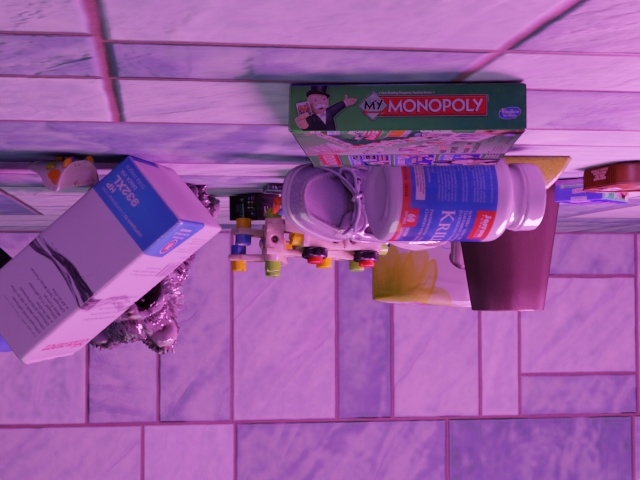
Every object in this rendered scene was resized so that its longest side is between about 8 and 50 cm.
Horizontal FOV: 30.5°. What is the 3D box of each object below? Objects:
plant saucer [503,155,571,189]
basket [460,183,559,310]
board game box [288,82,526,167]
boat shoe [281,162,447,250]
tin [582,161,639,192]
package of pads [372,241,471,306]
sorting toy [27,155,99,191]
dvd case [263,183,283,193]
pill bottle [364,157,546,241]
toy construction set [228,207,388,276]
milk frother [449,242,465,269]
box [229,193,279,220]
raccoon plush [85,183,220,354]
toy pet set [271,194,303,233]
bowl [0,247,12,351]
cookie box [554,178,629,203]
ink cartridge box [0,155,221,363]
[{"bbox_3d":[0.254,-0.092,1.727,0.188,0.045,0.188,0,178,-5],"label":"plant saucer"},{"bbox_3d":[0.328,0.011,2.073,0.204,0.227,0.154,1,178,-11],"label":"basket"},{"bbox_3d":[0.087,-0.112,1.194,0.213,0.046,0.317,1,178,3],"label":"board game box"},{"bbox_3d":[0.085,-0.048,1.716,0.320,0.118,0.103,14,167,-37],"label":"boat shoe"},{"bbox_3d":[0.475,-0.096,1.794,0.106,0.040,0.189,4,177,-14],"label":"tin"},{"bbox_3d":[0.243,0.030,2.554,0.296,0.229,0.101,-3,177,44],"label":"package of pads"},{"bbox_3d":[-0.360,-0.099,1.617,0.075,0.045,0.083,13,-165,29],"label":"sorting toy"},{"bbox_3d":[-0.041,-0.093,2.121,0.119,0.013,0.087,-1,178,-10],"label":"dvd case"},{"bbox_3d":[0.180,-0.060,1.552,0.221,0.124,0.124,0,178,-15],"label":"pill bottle"},{"bbox_3d":[0.000,0.000,2.236,0.327,0.151,0.215,-12,176,-22],"label":"toy construction set"},{"bbox_3d":[0.324,-0.015,2.221,0.129,0.135,0.143,-28,-136,-28],"label":"milk frother"},{"bbox_3d":[-0.131,-0.065,2.322,0.083,0.052,0.062,-3,178,41],"label":"box"},{"bbox_3d":[-0.271,0.053,2.166,0.216,0.299,0.446,-2,178,28],"label":"raccoon plush"},{"bbox_3d":[-0.037,-0.068,2.102,0.122,0.065,0.114,9,-148,17],"label":"toy pet set"},{"bbox_3d":[-0.610,0.027,1.834,0.391,0.077,0.391,36,-175,-3],"label":"bowl"},{"bbox_3d":[0.468,-0.084,2.019,0.091,0.040,0.107,-1,178,38],"label":"cookie box"},{"bbox_3d":[-0.322,0.030,1.724,0.307,0.129,0.223,-40,173,6],"label":"ink cartridge box"}]
